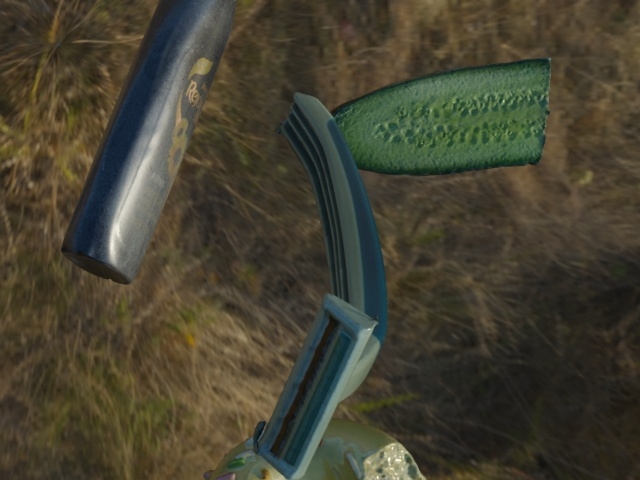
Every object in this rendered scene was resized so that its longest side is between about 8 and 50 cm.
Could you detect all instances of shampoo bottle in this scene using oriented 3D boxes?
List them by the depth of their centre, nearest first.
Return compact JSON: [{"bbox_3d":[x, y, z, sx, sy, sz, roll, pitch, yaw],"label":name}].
[{"bbox_3d":[-0.114,-0.087,1.076,0.049,0.087,0.233,17,77,14],"label":"shampoo bottle"}]

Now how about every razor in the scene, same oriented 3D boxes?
[{"bbox_3d":[0.004,0.001,0.565,0.037,0.191,0.068,17,121,-13],"label":"razor"}]

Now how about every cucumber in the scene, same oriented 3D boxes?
[{"bbox_3d":[0.121,-0.130,1.636,0.244,0.063,0.115,-5,104,-1],"label":"cucumber"}]

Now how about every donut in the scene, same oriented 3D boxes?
[{"bbox_3d":[-0.023,0.164,0.985,0.166,0.108,0.065,-33,138,-26],"label":"donut"}]
